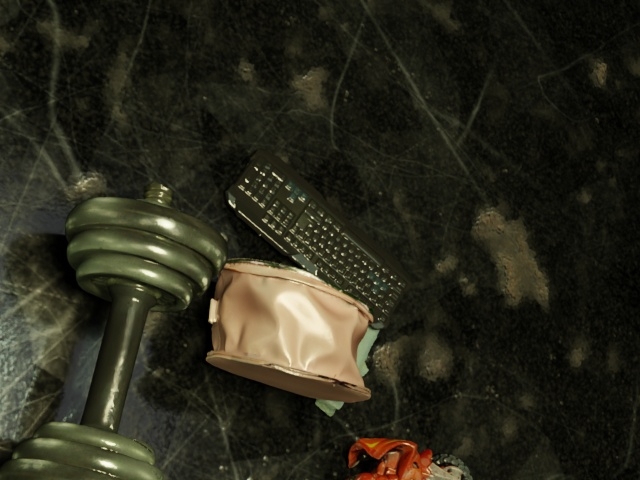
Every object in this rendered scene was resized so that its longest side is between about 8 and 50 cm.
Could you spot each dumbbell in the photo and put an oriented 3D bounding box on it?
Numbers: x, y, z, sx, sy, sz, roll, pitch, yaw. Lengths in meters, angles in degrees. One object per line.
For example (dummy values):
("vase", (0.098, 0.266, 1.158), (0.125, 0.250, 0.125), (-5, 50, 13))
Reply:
("dumbbell", (-0.212, 0.128, 1.352), (0.179, 0.179, 0.406), (24, 66, -29))

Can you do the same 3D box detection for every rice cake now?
("rice cake", (0.045, 0.136, 1.623), (0.042, 0.030, 0.180), (37, 59, -17))

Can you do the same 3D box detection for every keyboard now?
("keyboard", (0.000, 0.000, 1.615), (0.262, 0.016, 0.106), (41, 58, -11))

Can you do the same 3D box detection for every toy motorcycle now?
("toy motorcycle", (0.063, 0.339, 1.547), (0.171, 0.089, 0.298), (53, 56, -11))

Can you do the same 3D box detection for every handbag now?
("handbag", (-0.033, 0.106, 1.489), (0.205, 0.179, 0.116), (21, 74, -28))
